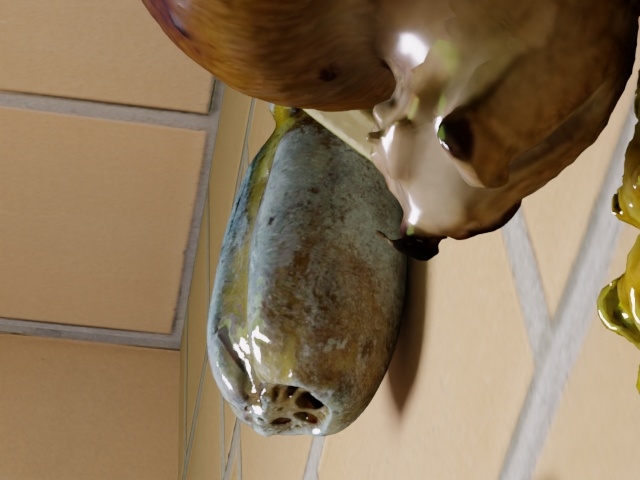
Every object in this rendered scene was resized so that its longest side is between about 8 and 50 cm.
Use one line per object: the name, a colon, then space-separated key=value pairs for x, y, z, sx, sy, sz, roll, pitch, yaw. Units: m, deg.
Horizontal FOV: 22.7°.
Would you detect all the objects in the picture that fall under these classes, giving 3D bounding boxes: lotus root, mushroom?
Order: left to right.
lotus root: x=0.000 y=0.000 z=1.261 sx=0.158 sy=0.140 sz=0.322 roll=-40 pitch=36 yaw=52
mushroom: x=0.068 y=-0.172 z=0.707 sx=0.345 sy=0.259 sz=0.345 roll=-47 pitch=-14 yaw=-15

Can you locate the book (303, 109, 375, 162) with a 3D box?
book: x=0.007 y=-0.178 z=1.072 sx=0.035 sy=0.239 sz=0.352 roll=-41 pitch=31 yaw=26

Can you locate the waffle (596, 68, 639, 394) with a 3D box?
waffle: x=0.158 y=-0.015 z=0.536 sx=0.291 sy=0.051 sz=0.291 roll=-176 pitch=90 yaw=-83
